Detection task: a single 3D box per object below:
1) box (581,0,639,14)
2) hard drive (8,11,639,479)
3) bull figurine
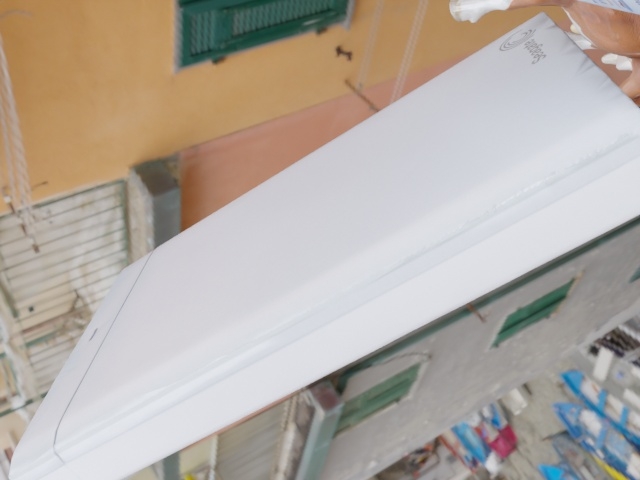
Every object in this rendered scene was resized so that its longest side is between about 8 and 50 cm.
[{"bbox_3d":[0.105,-0.168,0.310,0.126,0.072,0.137,-58,36,8],"label":"box"},{"bbox_3d":[0.000,0.000,0.473,0.047,0.353,0.233,54,-162,-20],"label":"hard drive"},{"bbox_3d":[0.237,-0.223,0.701,0.310,0.101,0.188,34,150,-29],"label":"bull figurine"}]
